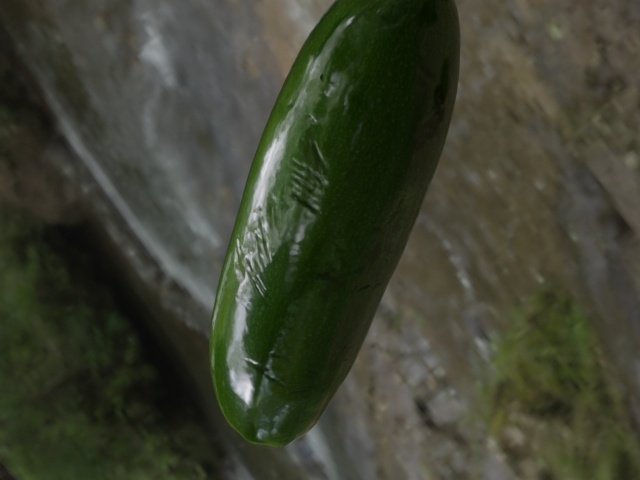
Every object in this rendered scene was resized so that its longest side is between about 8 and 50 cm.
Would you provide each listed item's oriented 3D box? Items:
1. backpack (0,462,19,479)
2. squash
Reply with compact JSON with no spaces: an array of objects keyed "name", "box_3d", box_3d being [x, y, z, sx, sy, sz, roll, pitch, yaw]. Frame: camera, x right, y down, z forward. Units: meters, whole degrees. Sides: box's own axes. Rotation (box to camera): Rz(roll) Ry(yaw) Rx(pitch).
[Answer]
[{"name":"backpack","box_3d":[-0.293,0.345,1.063,0.255,0.363,0.445,-7,115,53]},{"name":"squash","box_3d":[-0.001,0.000,0.676,0.082,0.082,0.292,47,135,31]}]
